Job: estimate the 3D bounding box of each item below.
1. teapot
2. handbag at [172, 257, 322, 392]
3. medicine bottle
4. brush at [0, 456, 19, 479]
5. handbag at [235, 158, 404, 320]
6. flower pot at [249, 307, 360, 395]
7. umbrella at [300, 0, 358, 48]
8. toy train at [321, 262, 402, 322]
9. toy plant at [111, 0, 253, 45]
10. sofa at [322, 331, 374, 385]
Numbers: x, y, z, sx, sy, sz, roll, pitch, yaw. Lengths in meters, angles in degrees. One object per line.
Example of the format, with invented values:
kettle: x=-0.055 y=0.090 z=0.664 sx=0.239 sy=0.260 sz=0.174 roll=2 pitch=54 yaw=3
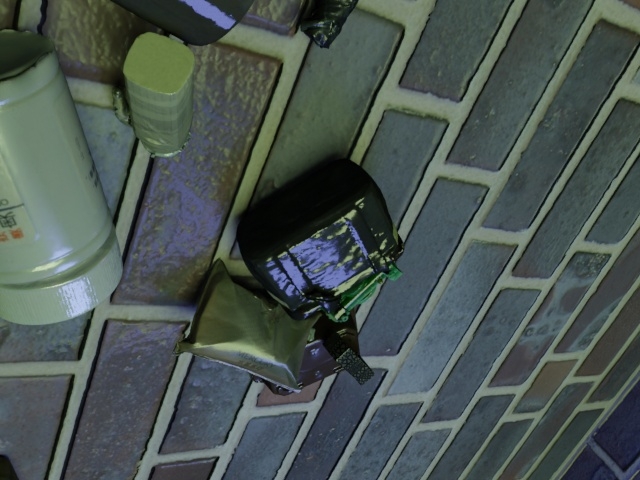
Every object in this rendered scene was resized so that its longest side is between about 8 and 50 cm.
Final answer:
teapot: x=-0.219 y=-0.179 z=0.806 sx=0.107 sy=0.077 sz=0.200 roll=18 pitch=161 yaw=-6
handbag: x=-0.117 y=0.156 z=1.129 sx=0.270 sy=0.117 sz=0.182 roll=27 pitch=72 yaw=-31
medicine bottle: x=-0.374 y=-0.069 z=0.778 sx=0.190 sy=0.190 sz=0.332 roll=-18 pitch=130 yaw=-17
brush: x=-0.614 y=0.491 z=1.157 sx=0.123 sy=0.059 sz=0.197 roll=-14 pitch=129 yaw=-19
handbag: x=0.000 y=0.000 z=1.059 sx=0.254 sy=0.181 sz=0.181 roll=-33 pitch=126 yaw=-3
flower pot: x=-0.023 y=0.226 z=1.279 sx=0.251 sy=0.084 sz=0.178 roll=-22 pitch=132 yaw=-15
umbrella: x=0.048 y=-0.376 z=0.879 sx=0.071 sy=0.080 sz=0.224 roll=38 pitch=98 yaw=-7
toy train: x=0.064 y=0.080 z=1.206 sx=0.178 sy=0.104 sz=0.071 roll=-44 pitch=137 yaw=7
toy plant: x=-0.236 y=-0.370 z=0.630 sx=0.400 sy=0.185 sz=0.279 roll=25 pitch=95 yaw=-48
sofa: x=0.055 y=0.231 z=1.229 sx=0.039 sy=0.060 sz=0.118 roll=-43 pitch=132 yaw=-3
